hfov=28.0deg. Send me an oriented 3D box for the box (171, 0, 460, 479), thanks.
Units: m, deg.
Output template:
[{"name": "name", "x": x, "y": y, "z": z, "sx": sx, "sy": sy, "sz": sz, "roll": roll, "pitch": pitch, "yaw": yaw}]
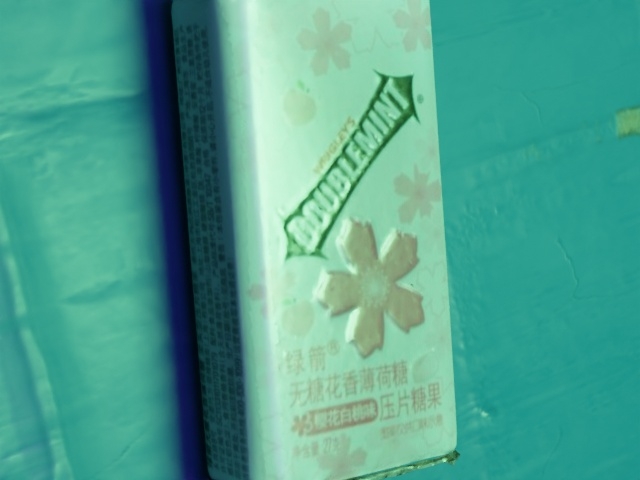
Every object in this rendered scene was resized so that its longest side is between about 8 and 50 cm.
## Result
[{"name": "box", "x": 0.000, "y": 0.000, "z": 0.939, "sx": 0.190, "sy": 0.112, "sz": 0.370, "roll": -9, "pitch": 95, "yaw": -32}]
